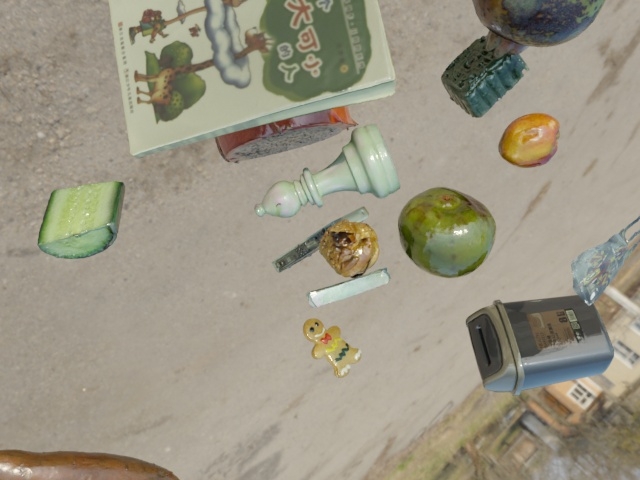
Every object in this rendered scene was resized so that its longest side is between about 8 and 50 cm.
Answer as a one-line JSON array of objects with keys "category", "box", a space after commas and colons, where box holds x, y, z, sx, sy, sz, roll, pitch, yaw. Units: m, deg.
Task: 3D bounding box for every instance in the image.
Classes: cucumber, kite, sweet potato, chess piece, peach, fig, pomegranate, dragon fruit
[{"category": "cucumber", "box": [-0.359, -0.032, 0.846, 0.116, 0.115, 0.062, -8, 147, 2]}, {"category": "kite", "box": [0.551, 0.011, 0.997, 0.245, 0.015, 0.141, -42, 129, -4]}, {"category": "sweet potato", "box": [-0.278, 0.276, 0.648, 0.264, 0.057, 0.057, 28, 105, -35]}, {"category": "chess piece", "box": [0.002, -0.105, 1.026, 0.271, 0.139, 0.139, -23, 153, 6]}, {"category": "peach", "box": [0.371, -0.179, 0.979, 0.101, 0.101, 0.101, -34, 150, -23]}, {"category": "fig", "box": [0.262, 0.002, 1.157, 0.203, 0.203, 0.225, -31, 139, -28]}, {"category": "pomegranate", "box": [0.418, -0.491, 1.101, 0.285, 0.285, 0.341, -37, 165, -18]}, {"category": "dragon fruit", "box": [-0.090, -0.303, 1.124, 0.305, 0.226, 0.305, -15, -176, 1]}]

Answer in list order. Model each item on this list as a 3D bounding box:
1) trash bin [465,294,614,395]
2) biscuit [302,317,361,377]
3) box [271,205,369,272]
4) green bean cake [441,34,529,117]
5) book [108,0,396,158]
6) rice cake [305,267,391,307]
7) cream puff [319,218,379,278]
[{"category": "trash bin", "box": [0.509, 0.243, 1.299, 0.290, 0.209, 0.182, -10, 143, 5]}, {"category": "biscuit", "box": [0.035, 0.370, 1.946, 0.158, 0.240, 0.035, -49, -177, -40]}, {"category": "box", "box": [0.000, 0.000, 1.599, 0.270, 0.045, 0.211, -33, 177, 36]}, {"category": "green bean cake", "box": [0.408, -0.425, 1.400, 0.181, 0.173, 0.094, -43, 123, 16]}, {"category": "book", "box": [-0.104, -0.276, 0.744, 0.371, 0.260, 0.043, -14, 169, 8]}, {"category": "rice cake", "box": [0.069, 0.113, 1.306, 0.211, 0.043, 0.034, -16, -174, -15]}, {"category": "cream puff", "box": [0.055, 0.014, 1.146, 0.104, 0.133, 0.119, 12, 95, -59]}]
